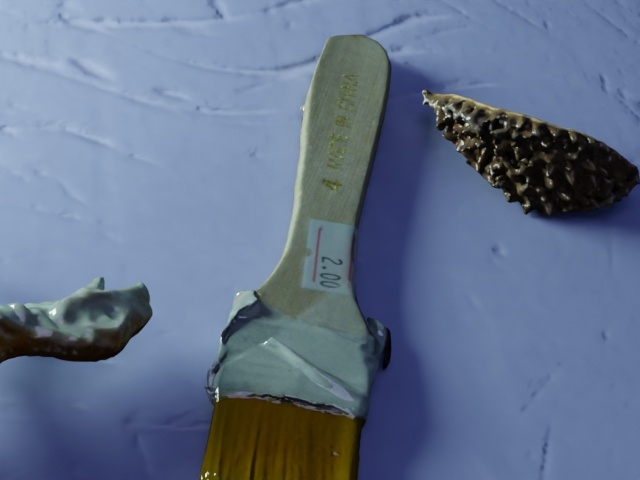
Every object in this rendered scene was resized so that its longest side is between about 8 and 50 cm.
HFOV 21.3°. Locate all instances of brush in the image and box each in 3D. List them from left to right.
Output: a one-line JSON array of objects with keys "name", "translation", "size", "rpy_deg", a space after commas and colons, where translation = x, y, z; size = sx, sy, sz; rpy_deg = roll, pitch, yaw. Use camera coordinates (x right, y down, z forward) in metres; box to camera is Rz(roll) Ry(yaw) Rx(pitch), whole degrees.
[{"name": "brush", "translation": [0.000, 0.000, 0.863], "size": [0.085, 0.020, 0.336], "rpy_deg": [11, 45, -3]}]

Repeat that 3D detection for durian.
[{"name": "durian", "translation": [0.113, -0.056, 0.924], "size": [0.130, 0.052, 0.066], "rpy_deg": [21, 43, 7]}]

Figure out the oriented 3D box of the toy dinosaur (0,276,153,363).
[{"name": "toy dinosaur", "translation": [-0.267, 0.052, 0.708], "size": [0.393, 0.092, 0.205], "rpy_deg": [-30, 64, -37]}]
